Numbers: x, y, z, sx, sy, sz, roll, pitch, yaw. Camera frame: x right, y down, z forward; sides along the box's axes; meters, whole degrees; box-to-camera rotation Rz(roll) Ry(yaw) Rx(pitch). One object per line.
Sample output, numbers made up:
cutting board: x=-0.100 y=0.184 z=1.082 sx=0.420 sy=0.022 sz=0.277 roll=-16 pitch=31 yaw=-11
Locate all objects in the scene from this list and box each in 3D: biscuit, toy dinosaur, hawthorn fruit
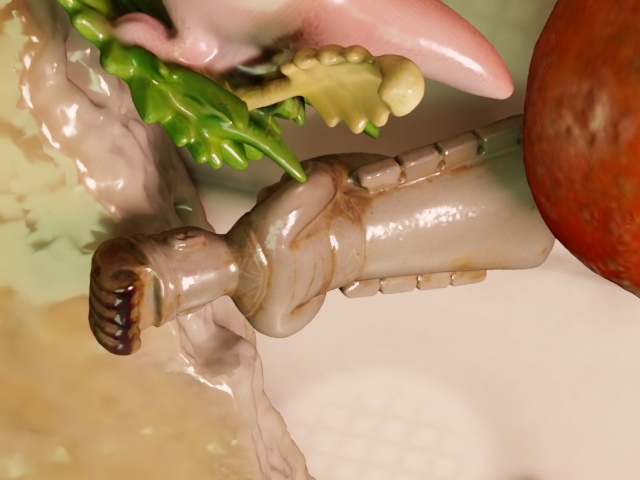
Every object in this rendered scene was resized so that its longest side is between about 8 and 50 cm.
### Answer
biscuit: x=-0.223 y=0.073 z=0.871 sx=0.446 sy=0.104 sz=0.429 roll=-9 pitch=122 yaw=5
toy dinosaur: x=0.004 y=-0.123 z=0.747 sx=0.177 sy=0.152 sz=0.194 roll=-38 pitch=76 yaw=19
hawthorn fruit: x=0.164 y=-0.050 z=0.760 sx=0.173 sy=0.173 sz=0.173 roll=0 pitch=123 yaw=0

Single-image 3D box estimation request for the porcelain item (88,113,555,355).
porcelain item: x=0.000 y=0.000 z=0.800 sx=0.213 sy=0.054 sz=0.084 roll=-14 pitch=126 yaw=-26
